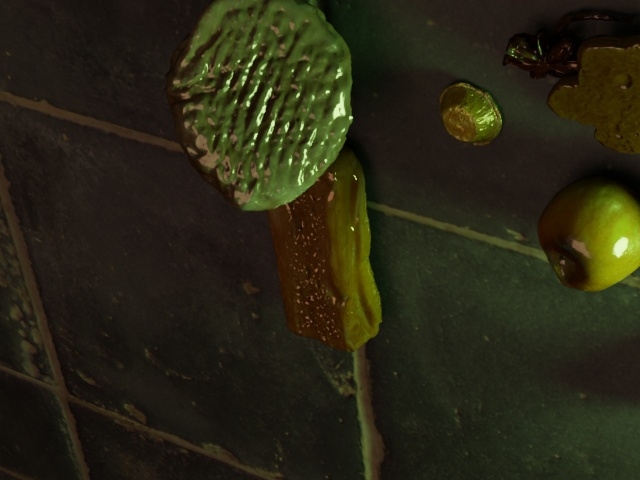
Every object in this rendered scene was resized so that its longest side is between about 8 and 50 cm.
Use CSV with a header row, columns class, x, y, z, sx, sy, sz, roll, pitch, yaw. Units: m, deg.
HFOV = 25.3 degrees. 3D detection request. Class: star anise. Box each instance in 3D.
class,x,y,z,sx,sy,sz,roll,pitch,yaw
star anise,0.320,-0.254,1.842,0.190,0.070,0.097,-5,148,41

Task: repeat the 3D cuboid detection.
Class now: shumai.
class,x,y,z,sx,sy,sz,roll,pitch,yaw
shumai,-0.087,-0.204,2.065,0.267,0.262,0.314,4,96,-2

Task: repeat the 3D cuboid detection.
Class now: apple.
class,x,y,z,sx,sy,sz,roll,pitch,yaw
apple,0.369,-0.008,1.950,0.146,0.147,0.163,52,142,-9

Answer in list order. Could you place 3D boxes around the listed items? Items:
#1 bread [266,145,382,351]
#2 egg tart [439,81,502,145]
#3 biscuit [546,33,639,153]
class,x,y,z,sx,sy,sz,roll,pitch,yaw
bread,0.000,0.000,2.301,0.185,0.109,0.380,22,135,36
egg tart,0.207,-0.174,2.023,0.105,0.039,0.105,24,139,23
biscuit,0.428,-0.184,1.805,0.290,0.041,0.208,4,140,29
